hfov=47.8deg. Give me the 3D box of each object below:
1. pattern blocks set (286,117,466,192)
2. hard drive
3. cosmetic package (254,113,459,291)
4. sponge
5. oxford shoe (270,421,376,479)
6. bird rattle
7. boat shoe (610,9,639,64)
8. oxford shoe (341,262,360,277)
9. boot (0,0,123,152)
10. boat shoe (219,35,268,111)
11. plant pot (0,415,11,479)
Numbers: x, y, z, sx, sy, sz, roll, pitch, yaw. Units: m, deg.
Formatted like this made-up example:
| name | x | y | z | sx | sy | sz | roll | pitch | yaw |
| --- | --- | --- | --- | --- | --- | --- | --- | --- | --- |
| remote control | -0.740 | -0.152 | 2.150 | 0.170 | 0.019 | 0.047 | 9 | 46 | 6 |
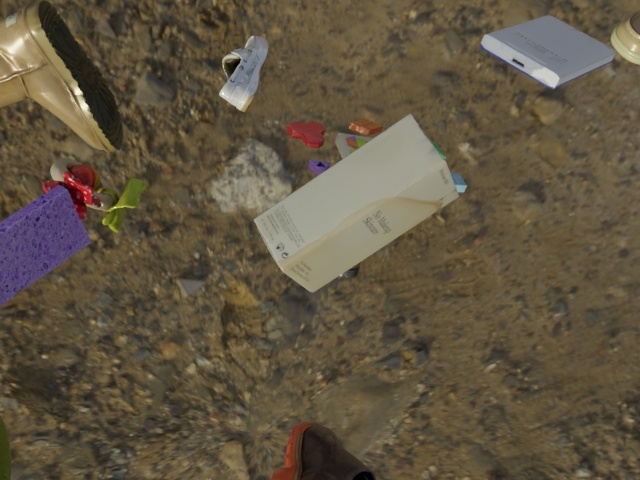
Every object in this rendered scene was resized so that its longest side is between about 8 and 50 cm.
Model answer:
| name | x | y | z | sx | sy | sz | roll | pitch | yaw |
| --- | --- | --- | --- | --- | --- | --- | --- | --- | --- |
| pattern blocks set | 0.120 | -0.164 | 1.444 | 0.325 | 0.026 | 0.285 | -4 | 43 | -27 |
| hard drive | 0.558 | -0.465 | 1.758 | 0.210 | 0.040 | 0.319 | 39 | 44 | 24 |
| cosmetic package | 0.064 | -0.055 | 1.207 | 0.310 | 0.160 | 0.113 | -33 | 65 | 8 |
| sponge | -0.477 | 0.012 | 1.168 | 0.031 | 0.117 | 0.210 | 21 | 47 | 32 |
| oxford shoe | 0.008 | 0.258 | 0.751 | 0.099 | 0.271 | 0.096 | 3 | 94 | 5 |
| bird rattle | -0.550 | -0.114 | 1.682 | 0.207 | 0.254 | 0.143 | 43 | 110 | 29 |
| boat shoe | 0.527 | -0.314 | 0.965 | 0.285 | 0.089 | 0.104 | -19 | 61 | -7 |
| oxford shoe | 0.000 | 0.000 | 1.740 | 0.227 | 0.096 | 0.083 | 22 | 32 | 16 |
| boot | -0.440 | -0.194 | 0.995 | 0.270 | 0.236 | 0.089 | -14 | 37 | 13 |
| boat shoe | -0.197 | -0.440 | 1.814 | 0.096 | 0.098 | 0.277 | 24 | 42 | -19 |
| plant pot | -0.647 | 0.345 | 0.999 | 0.353 | 0.366 | 0.366 | 0 | 75 | 1 |
